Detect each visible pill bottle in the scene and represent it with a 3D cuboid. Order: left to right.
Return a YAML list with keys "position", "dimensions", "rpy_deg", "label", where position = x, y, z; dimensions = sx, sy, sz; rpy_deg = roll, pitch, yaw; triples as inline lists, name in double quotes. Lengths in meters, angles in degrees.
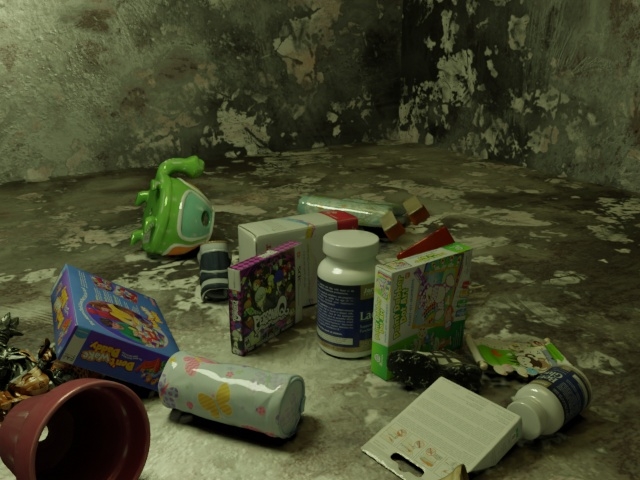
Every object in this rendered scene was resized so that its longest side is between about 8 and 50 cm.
- position: [0.067, 0.117, 1.419]
  dimensions: [0.153, 0.264, 0.153]
  rpy_deg: [0, 19, 0]
  label: "pill bottle"
- position: [0.415, 0.297, 1.148]
  dimensions: [0.169, 0.094, 0.094]
  rpy_deg: [-16, 24, -39]
  label: "pill bottle"

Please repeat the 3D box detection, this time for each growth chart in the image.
- position: [0.431, 0.250, 1.362]
  dimensions: [0.237, 0.021, 0.172]
  rpy_deg: [6, 17, -12]
  label: "growth chart"

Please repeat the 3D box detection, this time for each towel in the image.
- position: [0.126, -0.107, 2.241]
  dimensions: [0.321, 0.090, 0.374]
  rpy_deg: [6, 5, 18]
  label: "towel"

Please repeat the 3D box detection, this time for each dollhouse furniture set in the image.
- position: [0.237, 0.060, 1.657]
  dimensions: [0.259, 0.262, 0.135]
  rpy_deg: [-33, 19, 9]
  label: "dollhouse furniture set"

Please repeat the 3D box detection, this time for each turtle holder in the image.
- position: [-0.474, -0.101, 2.049]
  dimensions: [0.228, 0.243, 0.320]
  rpy_deg: [13, 50, -27]
  label: "turtle holder"

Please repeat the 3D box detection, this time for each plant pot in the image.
- position: [-0.402, 0.316, 0.986]
  dimensions: [0.180, 0.201, 0.201]
  rpy_deg: [-6, 12, 38]
  label: "plant pot"

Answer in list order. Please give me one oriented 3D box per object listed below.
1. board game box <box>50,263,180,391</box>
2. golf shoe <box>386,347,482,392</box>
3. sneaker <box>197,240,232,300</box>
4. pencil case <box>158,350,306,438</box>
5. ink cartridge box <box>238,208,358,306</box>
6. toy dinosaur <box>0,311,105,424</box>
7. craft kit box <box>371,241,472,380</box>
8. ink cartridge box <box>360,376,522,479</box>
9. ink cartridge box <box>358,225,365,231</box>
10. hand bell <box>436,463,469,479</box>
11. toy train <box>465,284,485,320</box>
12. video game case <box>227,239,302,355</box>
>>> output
- position: [-0.447, 0.182, 1.352]
  dimensions: [0.233, 0.078, 0.347]
  rpy_deg: [28, 4, -29]
  label: "board game box"
- position: [0.231, 0.261, 1.296]
  dimensions: [0.198, 0.077, 0.094]
  rpy_deg: [14, 15, 0]
  label: "golf shoe"
- position: [-0.294, 0.100, 1.770]
  dimensions: [0.099, 0.153, 0.282]
  rpy_deg: [-6, -11, -9]
  label: "sneaker"
- position: [-0.164, 0.282, 1.173]
  dimensions: [0.273, 0.113, 0.124]
  rpy_deg: [7, 10, 20]
  label: "pencil case"
- position: [-0.056, 0.052, 1.678]
  dimensions: [0.306, 0.226, 0.131]
  rpy_deg: [-9, 20, -27]
  label: "ink cartridge box"
- position: [-0.564, 0.262, 1.203]
  dimensions: [0.218, 0.164, 0.322]
  rpy_deg: [29, 7, 23]
  label: "toy dinosaur"
- position: [0.219, 0.148, 1.353]
  dimensions: [0.247, 0.249, 0.061]
  rpy_deg: [-13, 24, -33]
  label: "craft kit box"
- position: [0.212, 0.351, 1.095]
  dimensions: [0.225, 0.056, 0.181]
  rpy_deg: [-34, 34, -28]
  label: "ink cartridge box"
- position: [0.000, 0.000, 2.084]
  dimensions: [0.311, 0.065, 0.186]
  rpy_deg: [1, 17, -6]
  label: "ink cartridge box"
- position: [0.090, 0.388, 0.909]
  dimensions: [0.242, 0.126, 0.126]
  rpy_deg: [-6, 16, 19]
  label: "hand bell"
- position: [0.331, 0.155, 1.576]
  dimensions: [0.248, 0.105, 0.143]
  rpy_deg: [-4, 29, -12]
  label: "toy train"
- position: [-0.124, 0.130, 1.472]
  dimensions: [0.042, 0.210, 0.232]
  rpy_deg: [12, 22, 33]
  label: "video game case"
